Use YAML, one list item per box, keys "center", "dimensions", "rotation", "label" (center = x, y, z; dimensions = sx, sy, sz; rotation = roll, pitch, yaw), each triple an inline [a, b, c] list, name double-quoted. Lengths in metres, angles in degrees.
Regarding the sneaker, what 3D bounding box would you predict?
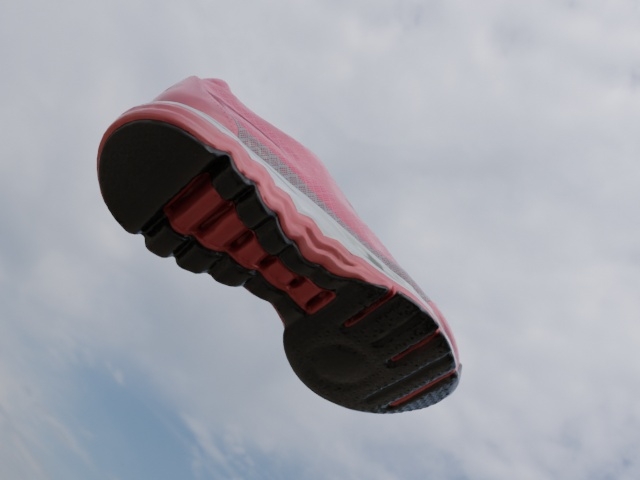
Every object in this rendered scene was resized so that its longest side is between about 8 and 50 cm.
- center: [0.000, -0.001, 0.452]
  dimensions: [0.116, 0.136, 0.314]
  rotation: [-32, -65, 30]
  label: "sneaker"
